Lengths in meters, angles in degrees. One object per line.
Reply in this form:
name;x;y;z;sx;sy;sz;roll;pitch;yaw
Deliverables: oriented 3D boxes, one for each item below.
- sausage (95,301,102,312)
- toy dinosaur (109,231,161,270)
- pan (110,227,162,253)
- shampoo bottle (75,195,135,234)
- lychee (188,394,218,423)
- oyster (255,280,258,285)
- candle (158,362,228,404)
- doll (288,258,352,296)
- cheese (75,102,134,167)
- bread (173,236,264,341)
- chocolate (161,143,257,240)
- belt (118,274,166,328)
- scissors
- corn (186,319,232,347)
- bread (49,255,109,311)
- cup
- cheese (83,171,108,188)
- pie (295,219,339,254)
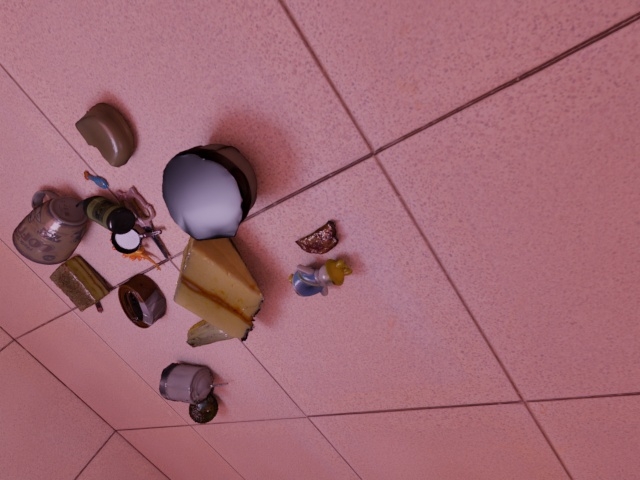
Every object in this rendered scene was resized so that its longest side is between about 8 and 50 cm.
sausage;-1.131;0.300;2.023;0.029;0.025;0.198;-6;130;-14
toy dinosaur;-0.775;0.032;1.632;0.117;0.070;0.288;-28;113;31
pan;-0.704;-0.017;1.546;0.212;0.040;0.114;-15;114;8
shampoo bottle;-0.820;-0.110;1.515;0.284;0.101;0.101;22;132;31
lychee;-0.624;0.892;2.135;0.172;0.171;0.171;13;128;17
oyster;-0.303;0.198;1.527;0.163;0.081;0.191;41;127;-1
candle;-0.623;0.712;1.983;0.331;0.187;0.187;-2;122;24
doll;-0.005;0.124;1.318;0.241;0.099;0.135;-24;88;35
cheese;-0.697;-0.340;1.313;0.176;0.091;0.202;-9;119;32
bread;-0.353;0.135;1.469;0.405;0.241;0.346;32;131;-22
chocolate;-0.306;-0.157;1.200;0.284;0.186;0.283;9;117;19
belt;-0.801;0.277;1.801;0.184;0.105;0.261;13;125;20
scissors;-0.673;-0.058;1.549;0.160;0.024;0.317;-8;119;27
corn;-0.453;0.385;1.700;0.306;0.123;0.122;-25;112;37
bread;-1.131;0.203;1.892;0.184;0.110;0.234;-30;102;32
cup;-1.081;-0.091;1.630;0.257;0.227;0.300;-36;74;26
cheese;-0.849;-0.227;1.515;0.111;0.017;0.047;25;127;7
pie;0.000;0.000;1.267;0.170;0.034;0.092;-34;101;38
